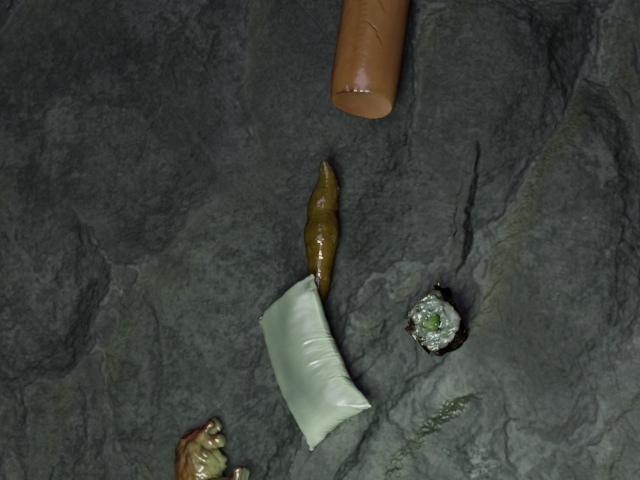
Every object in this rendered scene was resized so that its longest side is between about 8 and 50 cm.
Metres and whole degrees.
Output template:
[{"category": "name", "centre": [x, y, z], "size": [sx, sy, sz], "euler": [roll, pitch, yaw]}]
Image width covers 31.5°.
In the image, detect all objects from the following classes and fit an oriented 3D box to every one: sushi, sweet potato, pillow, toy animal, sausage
[{"category": "sushi", "centre": [0.190, 0.130, 1.818], "size": [0.098, 0.084, 0.094], "euler": [-42, 70, 3]}, {"category": "sweet potato", "centre": [0.000, 0.000, 1.924], "size": [0.067, 0.067, 0.273], "euler": [3, 79, 16]}, {"category": "pillow", "centre": [-0.014, 0.196, 1.847], "size": [0.144, 0.078, 0.254], "euler": [-35, 65, 27]}, {"category": "toy animal", "centre": [-0.199, 0.443, 1.830], "size": [0.158, 0.097, 0.312], "euler": [13, 79, 31]}, {"category": "sausage", "centre": [0.091, -0.368, 1.983], "size": [0.121, 0.121, 0.304], "euler": [3, 72, 16]}]
